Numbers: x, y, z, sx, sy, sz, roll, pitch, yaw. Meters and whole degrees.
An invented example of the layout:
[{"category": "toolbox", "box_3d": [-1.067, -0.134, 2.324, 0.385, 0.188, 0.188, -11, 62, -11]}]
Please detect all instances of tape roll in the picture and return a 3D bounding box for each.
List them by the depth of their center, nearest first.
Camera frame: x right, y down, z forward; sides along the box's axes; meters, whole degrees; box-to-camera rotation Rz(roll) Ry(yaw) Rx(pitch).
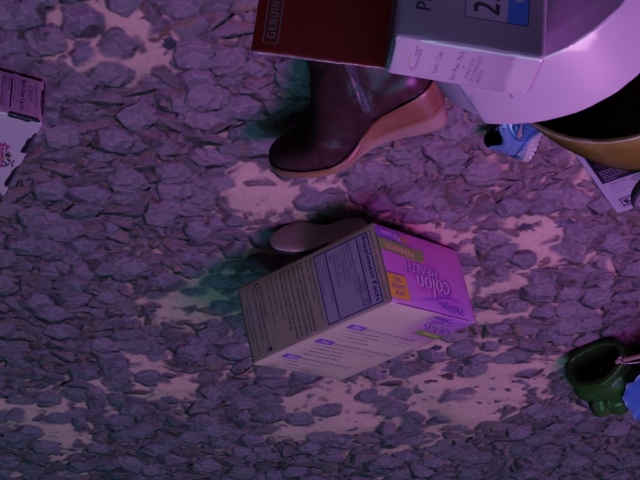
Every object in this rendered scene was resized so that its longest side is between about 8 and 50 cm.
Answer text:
[{"category": "tape roll", "box_3d": [0.214, -0.260, 1.531, 0.286, 0.286, 0.100, -17, 145, 20]}]

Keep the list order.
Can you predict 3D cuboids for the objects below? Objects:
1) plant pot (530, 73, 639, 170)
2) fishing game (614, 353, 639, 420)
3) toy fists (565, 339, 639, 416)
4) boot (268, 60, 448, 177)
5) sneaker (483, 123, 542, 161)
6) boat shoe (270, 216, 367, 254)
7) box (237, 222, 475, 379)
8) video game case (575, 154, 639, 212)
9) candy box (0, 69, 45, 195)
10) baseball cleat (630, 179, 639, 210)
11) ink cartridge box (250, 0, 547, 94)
[{"category": "plant pot", "box_3d": [0.350, -0.190, 1.703, 0.274, 0.275, 0.293, -16, 159, 17]}, {"category": "fishing game", "box_3d": [0.559, 0.242, 2.342, 0.189, 0.041, 0.264, -12, 138, 15]}, {"category": "toy fists", "box_3d": [0.527, 0.200, 2.391, 0.279, 0.096, 0.142, -26, 141, 28]}, {"category": "boot", "box_3d": [0.012, -0.187, 1.824, 0.248, 0.090, 0.207, -17, 131, 22]}, {"category": "sneaker", "box_3d": [0.244, -0.154, 1.884, 0.073, 0.063, 0.162, 7, 144, -9]}, {"category": "boat shoe", "box_3d": [0.000, 0.000, 2.101, 0.137, 0.049, 0.043, -9, 147, 1]}, {"category": "box", "box_3d": [0.050, 0.091, 2.128, 0.243, 0.117, 0.213, -26, 156, 30]}, {"category": "video game case", "box_3d": [0.444, -0.114, 1.994, 0.190, 0.022, 0.173, -19, 143, 23]}, {"category": "candy box", "box_3d": [-0.463, -0.149, 1.824, 0.233, 0.071, 0.159, 15, 141, -23]}, {"category": "baseball cleat", "box_3d": [0.421, -0.082, 1.903, 0.072, 0.109, 0.206, -21, 166, 21]}, {"category": "ink cartridge box", "box_3d": [0.082, -0.290, 1.439, 0.261, 0.296, 0.066, 8, 151, -3]}]
